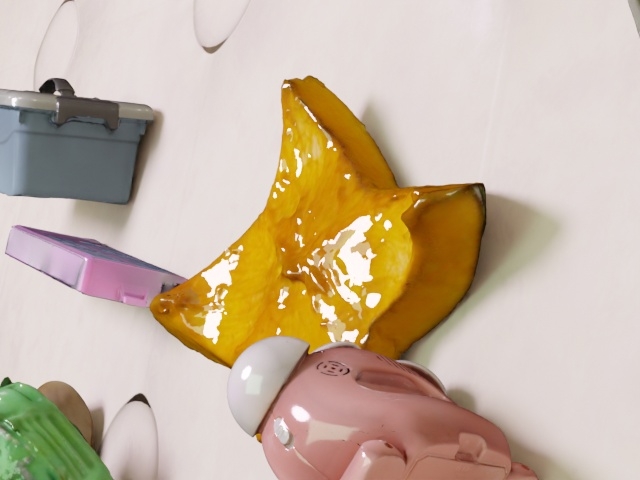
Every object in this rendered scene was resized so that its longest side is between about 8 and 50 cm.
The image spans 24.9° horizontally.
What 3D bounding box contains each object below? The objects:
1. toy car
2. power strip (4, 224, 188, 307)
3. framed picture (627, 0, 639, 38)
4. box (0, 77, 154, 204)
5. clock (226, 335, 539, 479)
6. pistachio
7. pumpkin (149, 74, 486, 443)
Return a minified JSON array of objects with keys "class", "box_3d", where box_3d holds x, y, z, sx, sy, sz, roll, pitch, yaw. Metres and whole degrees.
[{"class":"toy car","box_3d":[-0.326,0.300,1.336,0.213,0.176,0.359,49,126,13]},{"class":"power strip","box_3d":[-0.228,0.025,1.445,0.279,0.109,0.037,16,93,61]},{"class":"framed picture","box_3d":[0.244,-0.162,0.814,0.184,0.016,0.250,-47,38,40]},{"class":"box","box_3d":[-0.290,-0.112,1.580,0.227,0.162,0.130,13,98,61]},{"class":"clock","box_3d":[0.037,0.116,0.894,0.162,0.166,0.093,45,114,49]},{"class":"pistachio","box_3d":[-0.282,0.217,1.463,0.113,0.113,0.149,-10,84,58]},{"class":"pumpkin","box_3d":[-0.001,0.025,1.067,0.258,0.095,0.290,-63,34,12]}]
